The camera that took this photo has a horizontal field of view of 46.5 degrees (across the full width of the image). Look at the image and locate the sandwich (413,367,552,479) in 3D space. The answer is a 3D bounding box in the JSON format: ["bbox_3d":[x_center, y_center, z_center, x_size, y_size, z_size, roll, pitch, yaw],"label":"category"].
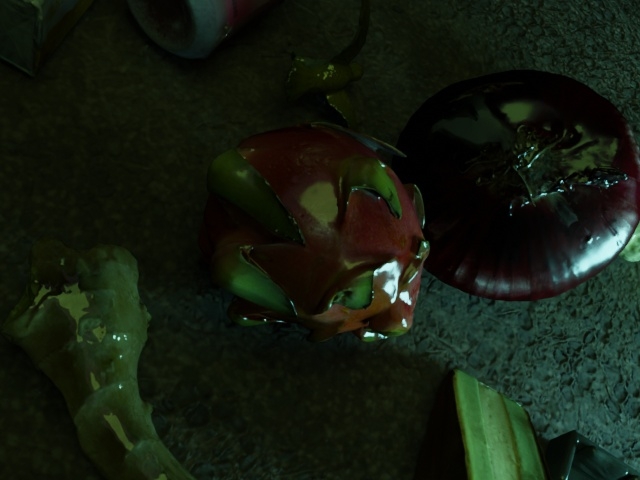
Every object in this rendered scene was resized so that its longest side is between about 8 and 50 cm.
[{"bbox_3d":[0.178,0.207,0.722,0.117,0.144,0.187,31,57,-9],"label":"sandwich"}]

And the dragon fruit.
[{"bbox_3d":[-0.004,-0.004,0.710,0.227,0.224,0.224,20,56,10],"label":"dragon fruit"}]

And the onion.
[{"bbox_3d":[0.218,-0.062,0.858,0.273,0.285,0.273,0,89,8],"label":"onion"}]

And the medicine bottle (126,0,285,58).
[{"bbox_3d":[-0.103,-0.324,0.871,0.147,0.147,0.247,42,56,1],"label":"medicine bottle"}]

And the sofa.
[{"bbox_3d":[0.308,0.278,0.791,0.147,0.060,0.085,35,57,-4],"label":"sofa"}]

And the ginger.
[{"bbox_3d":[-0.172,0.129,0.652,0.131,0.086,0.294,-29,87,-41],"label":"ginger"}]

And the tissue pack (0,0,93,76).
[{"bbox_3d":[-0.320,-0.321,0.784,0.185,0.124,0.225,28,56,-7],"label":"tissue pack"}]

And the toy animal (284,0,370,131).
[{"bbox_3d":[0.007,-0.208,0.894,0.095,0.219,0.155,6,24,-2],"label":"toy animal"}]

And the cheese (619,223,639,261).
[{"bbox_3d":[0.375,-0.060,0.976,0.167,0.094,0.123,35,47,-9],"label":"cheese"}]
